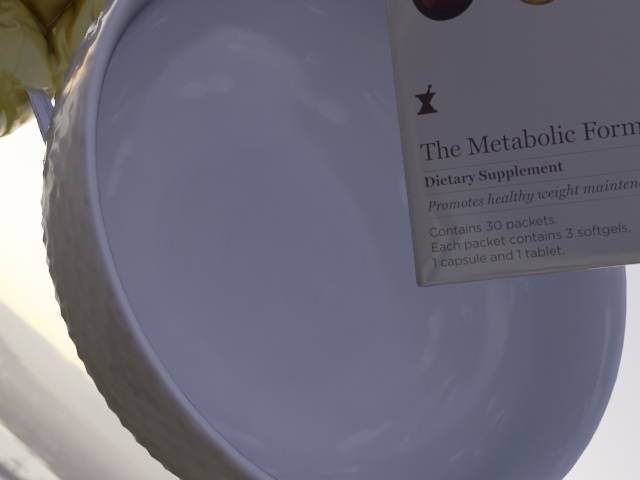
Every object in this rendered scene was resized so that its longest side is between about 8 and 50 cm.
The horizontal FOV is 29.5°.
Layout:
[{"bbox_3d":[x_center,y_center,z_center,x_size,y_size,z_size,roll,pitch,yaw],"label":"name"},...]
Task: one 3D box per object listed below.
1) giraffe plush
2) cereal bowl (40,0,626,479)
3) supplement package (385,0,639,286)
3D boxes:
[{"bbox_3d":[-0.239,-0.117,0.819,0.170,0.210,0.181,-20,-18,41],"label":"giraffe plush"},{"bbox_3d":[0.000,0.000,0.661,0.339,0.339,0.141,44,-37,-14],"label":"cereal bowl"},{"bbox_3d":[0.104,-0.111,0.536,0.139,0.244,0.134,-7,0,15],"label":"supplement package"}]
